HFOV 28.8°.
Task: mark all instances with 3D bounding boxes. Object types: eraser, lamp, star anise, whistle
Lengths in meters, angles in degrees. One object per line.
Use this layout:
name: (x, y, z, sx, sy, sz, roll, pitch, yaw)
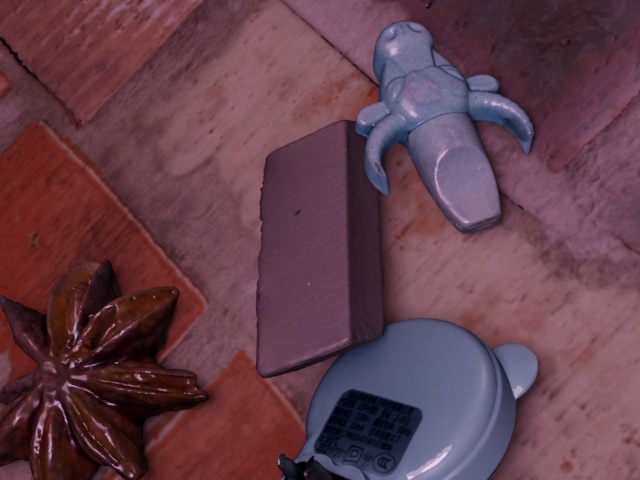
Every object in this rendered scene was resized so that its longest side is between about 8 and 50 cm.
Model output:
eraser: (0.000, 0.000, 1.308, 0.111, 0.077, 0.352, -22, 44, 24)
lamp: (0.071, 0.193, 1.199, 0.209, 0.147, 0.284, 9, 38, 46)
star anise: (-0.281, 0.165, 1.421, 0.315, 0.108, 0.315, -9, 69, 24)
whistle: (0.122, -0.129, 1.359, 0.186, 0.093, 0.274, -17, 64, -11)
